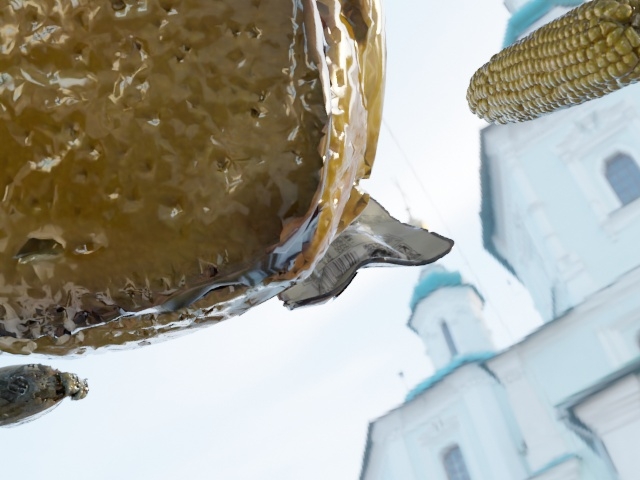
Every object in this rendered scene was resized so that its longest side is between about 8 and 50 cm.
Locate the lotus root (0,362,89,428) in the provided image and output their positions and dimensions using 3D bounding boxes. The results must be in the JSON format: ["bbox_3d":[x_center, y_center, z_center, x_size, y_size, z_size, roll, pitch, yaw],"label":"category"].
[{"bbox_3d":[-0.385,0.197,1.325,0.165,0.088,0.088,-12,-46,2],"label":"lotus root"}]

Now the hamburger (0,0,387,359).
[{"bbox_3d":[-0.112,-0.097,0.491,0.284,0.305,0.174,-2,-1,17],"label":"hamburger"}]

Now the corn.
[{"bbox_3d":[0.258,-0.190,1.103,0.101,0.101,0.310,13,-12,-25],"label":"corn"}]

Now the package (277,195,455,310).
[{"bbox_3d":[0.000,0.000,0.930,0.166,0.232,0.040,-23,-62,-24],"label":"package"}]
